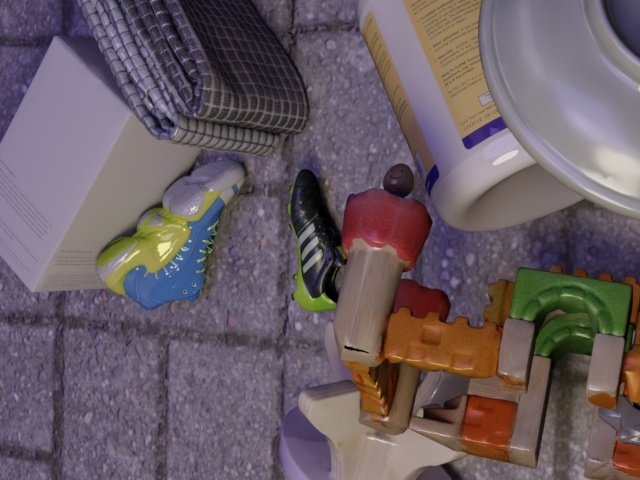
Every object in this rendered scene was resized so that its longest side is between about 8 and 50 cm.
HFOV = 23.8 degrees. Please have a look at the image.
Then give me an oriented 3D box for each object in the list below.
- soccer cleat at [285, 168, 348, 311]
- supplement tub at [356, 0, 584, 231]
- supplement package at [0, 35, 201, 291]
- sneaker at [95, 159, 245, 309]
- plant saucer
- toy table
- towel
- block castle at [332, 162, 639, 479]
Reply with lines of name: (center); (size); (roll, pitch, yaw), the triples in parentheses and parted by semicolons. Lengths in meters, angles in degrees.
soccer cleat: (0.000, 0.000, 1.880); (0.072, 0.060, 0.179); (0, 98, 26)
supplement tub: (0.181, -0.202, 1.619); (0.241, 0.241, 0.331); (-32, 68, 32)
supplement package: (-0.305, -0.098, 2.020); (0.177, 0.175, 0.293); (45, 116, 27)
sneaker: (-0.173, 0.000, 1.997); (0.240, 0.126, 0.091); (-37, 27, 9)
plant saucer: (0.354, -0.210, 1.441); (0.400, 0.100, 0.400); (1, 67, -1)
toy table: (0.067, 0.217, 1.733); (0.274, 0.252, 0.161); (32, 122, 34)
towel: (-0.153, -0.248, 1.872); (0.121, 0.235, 0.283); (-36, 72, 27)
block castle: (0.250, 0.086, 1.477); (0.453, 0.303, 0.213); (8, 67, 14)
